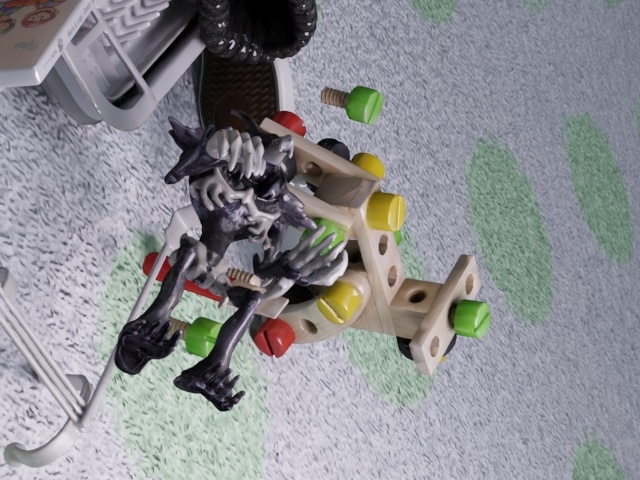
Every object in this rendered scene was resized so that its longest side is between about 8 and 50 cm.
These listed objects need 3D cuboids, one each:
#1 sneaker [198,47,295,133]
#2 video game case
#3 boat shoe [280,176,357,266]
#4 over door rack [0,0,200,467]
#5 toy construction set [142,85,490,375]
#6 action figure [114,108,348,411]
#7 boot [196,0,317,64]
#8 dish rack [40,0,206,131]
[{"bbox_3d":[-0.059,-0.182,1.672,0.123,0.106,0.290,18,57,-54],"label":"sneaker"},{"bbox_3d":[-0.259,-0.156,1.237,0.143,0.157,0.019,-69,151,-51],"label":"video game case"},{"bbox_3d":[0.000,0.000,1.720,0.219,0.078,0.070,50,0,-30],"label":"boat shoe"},{"bbox_3d":[-0.216,-0.014,1.265,0.239,0.108,0.324,60,37,-25],"label":"over door rack"},{"bbox_3d":[0.021,0.028,1.491,0.309,0.237,0.257,-28,129,-54],"label":"toy construction set"},{"bbox_3d":[-0.059,-0.007,1.274,0.164,0.141,0.276,39,49,-27],"label":"action figure"},{"bbox_3d":[-0.115,-0.338,1.490,0.348,0.131,0.260,34,45,-51],"label":"boot"},{"bbox_3d":[-0.214,-0.265,1.477,0.286,0.072,0.333,60,29,-19],"label":"dish rack"}]
